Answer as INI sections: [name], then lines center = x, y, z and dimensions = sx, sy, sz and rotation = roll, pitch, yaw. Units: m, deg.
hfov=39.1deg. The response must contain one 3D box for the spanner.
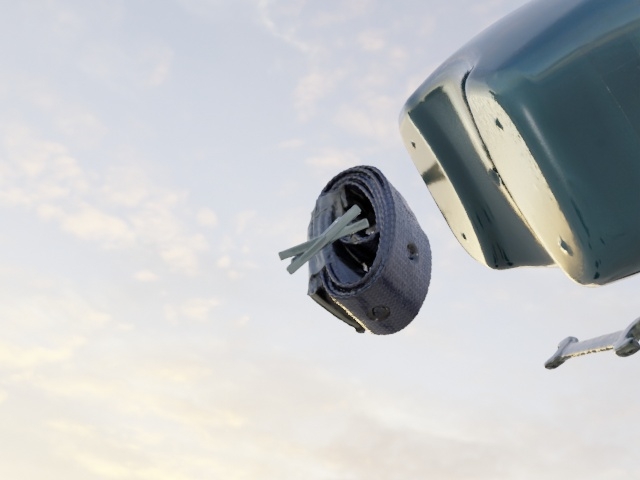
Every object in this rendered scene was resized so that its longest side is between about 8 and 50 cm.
[spanner]
center = 0.285, 0.109, 0.937
dimensions = 0.015, 0.054, 0.254
rotation = 43, -11, 5

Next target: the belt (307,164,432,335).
[belt]
center = 0.067, 0.016, 1.176
dimensions = 0.139, 0.230, 0.126
rotation = -29, -49, 21

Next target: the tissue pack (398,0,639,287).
[tissue pack]
center = 0.198, -0.088, 0.667
dimensions = 0.198, 0.206, 0.287
rotation = 59, -9, -5

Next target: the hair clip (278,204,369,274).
[hair clip]
center = 0.001, 0.001, 1.044
dimensions = 0.030, 0.115, 0.039
rotation = 57, -26, 2
